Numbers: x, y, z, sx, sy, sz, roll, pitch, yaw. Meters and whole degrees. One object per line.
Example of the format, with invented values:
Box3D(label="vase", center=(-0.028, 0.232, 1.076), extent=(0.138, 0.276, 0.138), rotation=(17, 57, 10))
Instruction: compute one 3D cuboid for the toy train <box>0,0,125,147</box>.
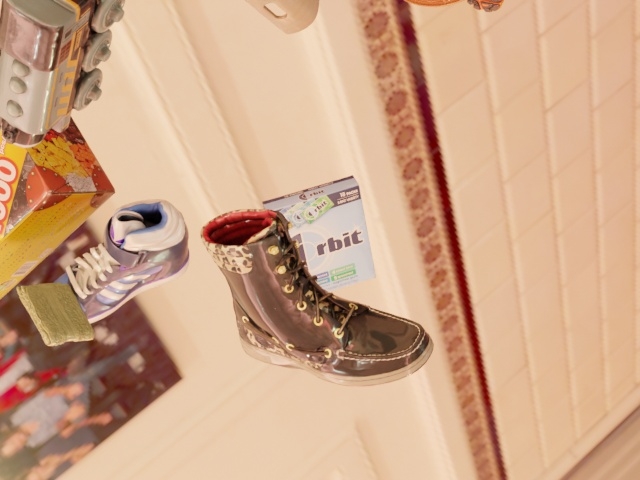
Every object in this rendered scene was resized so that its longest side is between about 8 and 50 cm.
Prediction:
Box3D(label="toy train", center=(-0.407, -0.284, 1.572), extent=(0.142, 0.190, 0.334), rotation=(33, 138, 2))

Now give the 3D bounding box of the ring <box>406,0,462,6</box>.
Box3D(label="ring", center=(0.211, -0.572, 1.801), extent=(0.336, 0.336, 0.032), rotation=(43, -156, 31))

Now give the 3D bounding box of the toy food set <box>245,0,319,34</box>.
Box3D(label="toy food set", center=(-0.078, -0.569, 1.966), extent=(0.092, 0.306, 0.220), rotation=(1, 171, 24))

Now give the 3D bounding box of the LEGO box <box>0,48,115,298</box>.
Box3D(label="LEGO box", center=(-0.698, -0.101, 2.048), extent=(0.372, 0.500, 0.193), rotation=(57, -155, 12))

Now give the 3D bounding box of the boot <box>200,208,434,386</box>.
Box3D(label="boot", center=(-0.010, 0.059, 1.096), extent=(0.236, 0.085, 0.178), rotation=(5, 133, 31))

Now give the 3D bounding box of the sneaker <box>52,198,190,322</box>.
Box3D(label="sneaker", center=(-0.407, 0.026, 1.990), extent=(0.236, 0.323, 0.130), rotation=(85, 159, -57))

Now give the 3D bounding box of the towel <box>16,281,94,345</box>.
Box3D(label="towel", center=(-0.491, 0.134, 1.941), extent=(0.148, 0.110, 0.027), rotation=(51, 125, 28))

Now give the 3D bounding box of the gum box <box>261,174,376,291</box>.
Box3D(label="gum box", center=(0.000, 0.000, 1.713), extent=(0.041, 0.157, 0.184), rotation=(-119, 14, -57))

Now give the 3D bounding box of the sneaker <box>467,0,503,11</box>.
Box3D(label="sneaker", center=(0.228, -0.461, 1.604), extent=(0.083, 0.087, 0.221), rotation=(5, 137, 46))
